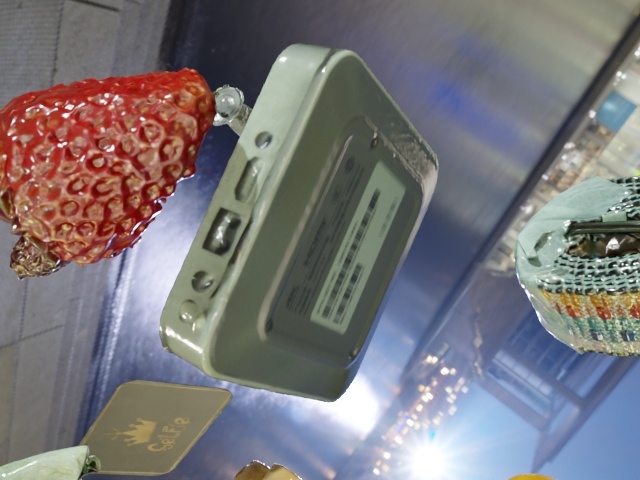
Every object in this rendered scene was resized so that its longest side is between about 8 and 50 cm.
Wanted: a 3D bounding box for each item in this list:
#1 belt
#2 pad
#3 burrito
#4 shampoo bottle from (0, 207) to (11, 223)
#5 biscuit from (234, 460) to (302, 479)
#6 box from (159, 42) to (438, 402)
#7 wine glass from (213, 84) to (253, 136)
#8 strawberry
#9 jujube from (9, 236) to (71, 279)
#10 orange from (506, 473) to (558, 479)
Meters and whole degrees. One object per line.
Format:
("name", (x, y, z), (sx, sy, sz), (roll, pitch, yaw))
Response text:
("belt", (0.358, 0.025, 0.864), (0.207, 0.257, 0.150), (-54, 127, -34))
("pad", (-0.324, 0.424, 1.517), (0.315, 0.063, 0.375), (12, 133, -32))
("burrito", (-0.283, 0.252, 0.749), (0.118, 0.044, 0.074), (-20, 111, -18))
("shampoo bottle", (-0.660, -0.107, 1.500), (0.314, 0.076, 0.118), (69, 18, -76))
("biscuit", (0.010, 0.367, 0.881), (0.052, 0.275, 0.355), (-40, -167, -23))
("box", (0.000, 0.001, 0.943), (0.396, 0.111, 0.396), (32, 79, -60))
("wine glass", (-0.121, -0.193, 1.217), (0.072, 0.072, 0.155), (-54, 151, 2))
("strawberry", (-0.216, -0.091, 0.768), (0.244, 0.205, 0.205), (-31, 167, 2))
("jujube", (-0.555, 0.018, 1.454), (0.166, 0.104, 0.104), (-12, -169, 31))
("orange", (0.450, 0.599, 1.527), (0.219, 0.219, 0.193), (-48, 172, -21))
